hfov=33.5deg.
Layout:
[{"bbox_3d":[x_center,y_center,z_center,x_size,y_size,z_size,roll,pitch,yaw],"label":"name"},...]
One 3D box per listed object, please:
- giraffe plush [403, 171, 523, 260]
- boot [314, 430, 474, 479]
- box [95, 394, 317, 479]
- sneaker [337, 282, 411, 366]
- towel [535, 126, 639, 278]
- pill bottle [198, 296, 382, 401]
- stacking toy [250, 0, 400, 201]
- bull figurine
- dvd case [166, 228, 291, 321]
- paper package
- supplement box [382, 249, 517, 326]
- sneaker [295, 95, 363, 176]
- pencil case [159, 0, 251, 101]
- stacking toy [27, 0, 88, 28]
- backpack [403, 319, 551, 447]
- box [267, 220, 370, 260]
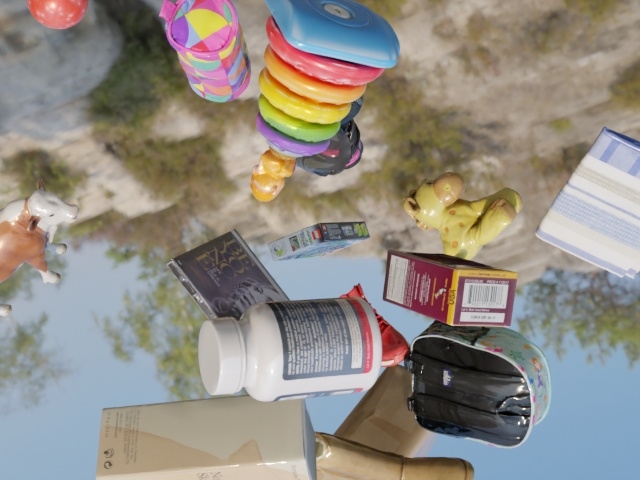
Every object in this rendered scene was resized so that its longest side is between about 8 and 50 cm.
[{"bbox_3d":[0.247,-0.054,1.971,0.210,0.170,0.181,-45,177,2],"label":"giraffe plush"},{"bbox_3d":[0.109,0.414,1.945,0.270,0.089,0.236,23,153,-30],"label":"boot"},{"bbox_3d":[-0.167,0.323,1.612,0.311,0.148,0.121,-7,-128,5],"label":"box"},{"bbox_3d":[0.091,0.163,2.100,0.087,0.128,0.221,-35,-155,-18],"label":"sneaker"},{"bbox_3d":[0.536,-0.062,1.915,0.034,0.209,0.285,-65,179,-45],"label":"towel"},{"bbox_3d":[-0.035,0.118,1.151,0.180,0.108,0.108,-2,-179,-23],"label":"pill bottle"},{"bbox_3d":[-0.028,-0.175,1.425,0.166,0.301,0.175,8,-147,-25],"label":"stacking toy"},{"bbox_3d":[-0.534,0.022,1.807,0.310,0.188,0.101,-28,-127,2],"label":"bull figurine"},{"bbox_3d":[-0.118,0.070,1.521,0.018,0.164,0.221,-39,178,21],"label":"dvd case"},{"bbox_3d":[0.117,0.484,2.321,0.325,0.168,0.309,-46,159,-40],"label":"paper package"},{"bbox_3d":[0.182,0.067,1.529,0.104,0.080,0.188,4,-175,-28],"label":"supplement box"},{"bbox_3d":[0.031,-0.271,2.494,0.185,0.202,0.483,-56,-175,-14],"label":"sneaker"},{"bbox_3d":[-0.150,-0.263,1.449,0.104,0.104,0.236,-23,170,-2],"label":"pencil case"},{"bbox_3d":[-0.384,-0.472,1.618,0.141,0.330,0.141,0,156,0],"label":"stacking toy"},{"bbox_3d":[0.314,0.270,2.022,0.254,0.225,0.191,12,-155,37],"label":"backpack"},{"bbox_3d":[0.000,0.000,1.984,0.114,0.036,0.207,-22,172,25],"label":"box"}]
